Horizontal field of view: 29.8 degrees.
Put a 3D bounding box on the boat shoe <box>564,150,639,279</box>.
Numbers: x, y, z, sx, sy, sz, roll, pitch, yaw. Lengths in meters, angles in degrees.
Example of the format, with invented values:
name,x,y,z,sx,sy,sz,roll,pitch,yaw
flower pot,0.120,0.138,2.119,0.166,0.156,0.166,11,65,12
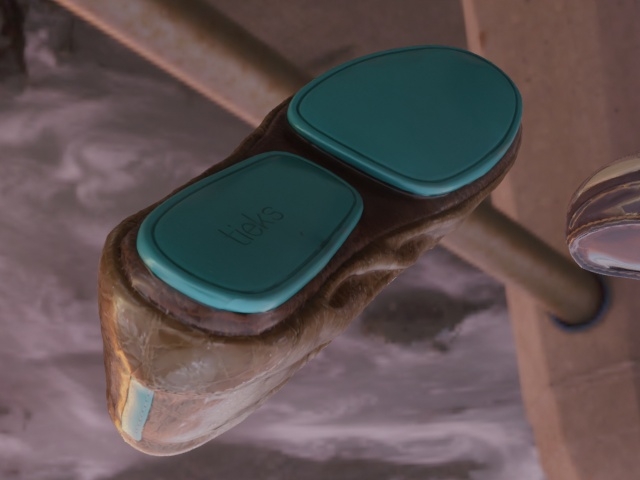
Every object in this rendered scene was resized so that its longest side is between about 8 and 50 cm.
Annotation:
name,x,y,z,sx,sy,sz,roll,pitch,yaw
boat shoe,0.312,0.015,0.769,0.355,0.130,0.132,1,154,41

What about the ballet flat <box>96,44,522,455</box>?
name,x,y,z,sx,sy,sz,roll,pitch,yaw
ballet flat,0.000,0.000,0.597,0.116,0.342,0.124,31,124,10
